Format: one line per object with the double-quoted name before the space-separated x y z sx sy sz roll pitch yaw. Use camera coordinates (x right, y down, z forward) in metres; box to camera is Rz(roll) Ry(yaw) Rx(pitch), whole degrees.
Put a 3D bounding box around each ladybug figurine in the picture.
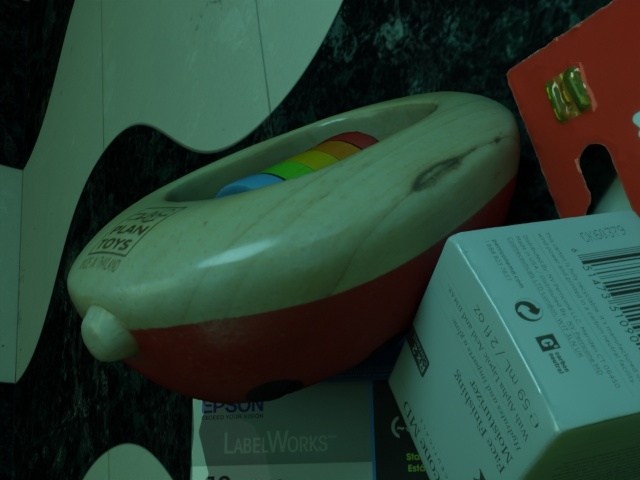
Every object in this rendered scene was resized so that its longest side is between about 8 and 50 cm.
"ladybug figurine" 0.000 0.000 0.669 0.305 0.449 0.162 2 114 48

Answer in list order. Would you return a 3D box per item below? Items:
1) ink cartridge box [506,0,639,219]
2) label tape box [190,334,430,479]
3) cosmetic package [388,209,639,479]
"ink cartridge box" 0.276 -0.068 0.466 0.385 0.091 0.308 -32 70 48
"label tape box" 0.014 0.192 0.707 0.115 0.249 0.348 60 -153 -73
"cosmetic package" 0.159 0.099 0.555 0.184 0.151 0.151 104 152 -46
